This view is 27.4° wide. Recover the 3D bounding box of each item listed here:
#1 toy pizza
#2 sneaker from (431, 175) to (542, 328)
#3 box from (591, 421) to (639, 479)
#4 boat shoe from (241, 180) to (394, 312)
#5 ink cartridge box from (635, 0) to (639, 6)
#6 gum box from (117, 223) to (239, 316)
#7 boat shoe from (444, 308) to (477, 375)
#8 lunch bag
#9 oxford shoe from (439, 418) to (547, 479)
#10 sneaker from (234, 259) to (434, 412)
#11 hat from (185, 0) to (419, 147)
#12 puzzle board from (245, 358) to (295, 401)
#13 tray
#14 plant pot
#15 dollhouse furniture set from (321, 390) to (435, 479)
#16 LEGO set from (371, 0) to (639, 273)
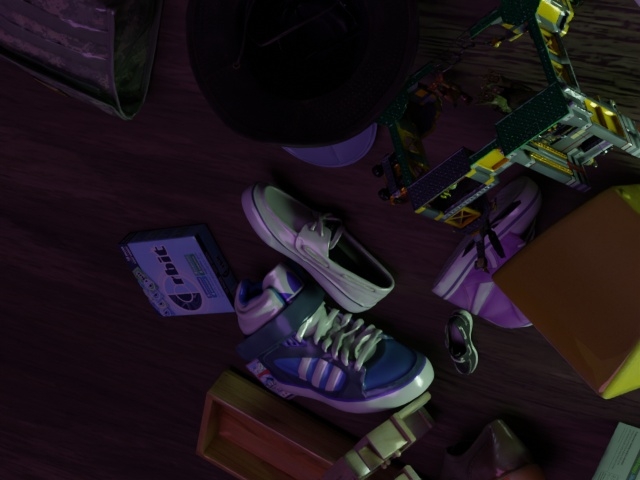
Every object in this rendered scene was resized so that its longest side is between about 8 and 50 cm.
[{"bbox_3d":[-0.007,-0.194,1.856,0.201,0.032,0.201,18,133,21],"label":"toy pizza"},{"bbox_3d":[0.276,0.026,1.805,0.161,0.102,0.282,33,148,3],"label":"sneaker"},{"bbox_3d":[0.493,0.350,1.883,0.186,0.145,0.038,19,135,22],"label":"box"},{"bbox_3d":[0.000,0.000,1.972,0.267,0.096,0.088,46,133,-9],"label":"boat shoe"},{"bbox_3d":[0.498,-0.291,1.344,0.226,0.131,0.306,50,135,-11],"label":"ink cartridge box"},{"bbox_3d":[-0.236,0.053,2.221,0.184,0.041,0.157,-7,121,38],"label":"gum box"},{"bbox_3d":[0.213,0.162,2.000,0.046,0.038,0.125,16,133,24],"label":"boat shoe"},{"bbox_3d":[-0.368,-0.311,1.916,0.235,0.169,0.287,26,144,10],"label":"lunch bag"},{"bbox_3d":[0.251,0.398,2.145,0.132,0.130,0.363,66,150,20],"label":"oxford shoe"},{"bbox_3d":[0.002,0.140,2.060,0.323,0.130,0.236,2,131,41],"label":"sneaker"},{"bbox_3d":[-0.011,-0.253,1.690,0.331,0.331,0.134,18,171,22],"label":"hat"},{"bbox_3d":[-0.065,0.230,2.275,0.096,0.011,0.128,46,138,-7],"label":"puzzle board"},{"bbox_3d":[-0.023,0.404,2.344,0.411,0.076,0.203,27,138,12],"label":"tray"},{"bbox_3d":[0.385,0.044,1.634,0.212,0.212,0.187,49,120,24],"label":"plant pot"},{"bbox_3d":[0.190,0.452,2.079,0.355,0.174,0.303,52,149,12],"label":"dollhouse furniture set"},{"bbox_3d":[0.240,-0.143,1.614,0.192,0.255,0.331,18,129,-43],"label":"LEGO set"}]
